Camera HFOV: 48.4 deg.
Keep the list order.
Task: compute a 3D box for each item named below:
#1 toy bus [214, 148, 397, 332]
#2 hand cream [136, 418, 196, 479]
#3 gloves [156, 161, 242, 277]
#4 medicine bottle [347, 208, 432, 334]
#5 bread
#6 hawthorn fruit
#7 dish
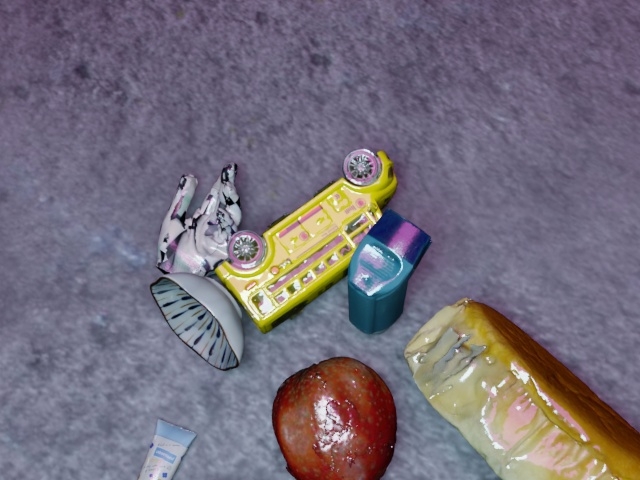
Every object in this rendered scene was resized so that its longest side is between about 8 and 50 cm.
[{"bbox_3d":[0.000,0.000,1.132,0.330,0.144,0.152,-36,79,-9],"label":"toy bus"},{"bbox_3d":[-0.246,0.355,1.048,0.065,0.043,0.170,19,64,5],"label":"hand cream"},{"bbox_3d":[-0.187,-0.029,1.176,0.127,0.111,0.212,19,70,37],"label":"gloves"},{"bbox_3d":[0.090,0.063,1.038,0.079,0.258,0.124,33,70,16],"label":"medicine bottle"},{"bbox_3d":[0.294,0.245,0.979,0.183,0.236,0.388,-43,79,3],"label":"bread"},{"bbox_3d":[0.033,0.280,0.995,0.181,0.181,0.235,-25,68,-8],"label":"hawthorn fruit"},{"bbox_3d":[-0.172,0.110,1.086,0.191,0.190,0.066,37,58,16],"label":"dish"}]
